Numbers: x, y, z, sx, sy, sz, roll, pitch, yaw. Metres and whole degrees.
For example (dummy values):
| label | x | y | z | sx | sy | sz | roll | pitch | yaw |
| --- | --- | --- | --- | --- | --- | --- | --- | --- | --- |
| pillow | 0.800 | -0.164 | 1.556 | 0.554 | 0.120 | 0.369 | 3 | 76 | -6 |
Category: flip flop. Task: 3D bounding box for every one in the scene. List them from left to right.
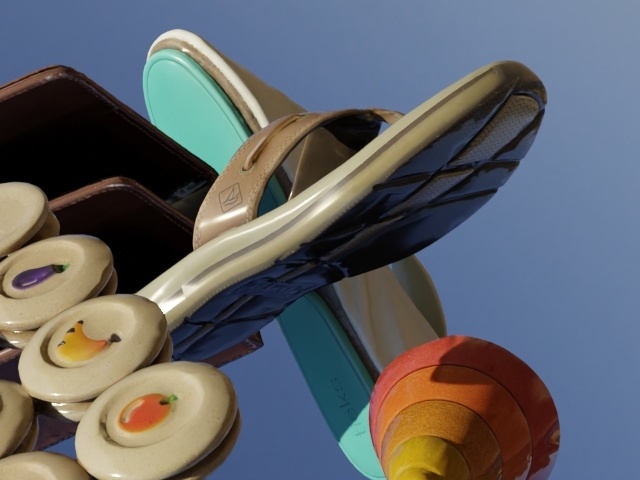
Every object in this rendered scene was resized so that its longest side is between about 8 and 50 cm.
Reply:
| label | x | y | z | sx | sy | sz | roll | pitch | yaw |
| --- | --- | --- | --- | --- | --- | --- | --- | --- | --- |
| flip flop | -0.016 | -0.016 | 0.762 | 0.112 | 0.277 | 0.080 | 11 | -128 | -59 |

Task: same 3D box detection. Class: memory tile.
| label | x | y | z | sx | sy | sz | roll | pitch | yaw |
| --- | --- | --- | --- | --- | --- | --- | --- | --- | --- |
| memory tile | -0.092 | 0.037 | 0.364 | 0.148 | 0.113 | 0.012 | 37 | 152 | 52 |

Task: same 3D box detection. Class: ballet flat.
| label | x | y | z | sx | sy | sz | roll | pitch | yaw |
| --- | --- | --- | --- | --- | --- | --- | --- | --- | --- |
| ballet flat | 0.000 | 0.000 | 1.222 | 0.400 | 0.139 | 0.139 | 60 | -158 | -7 |

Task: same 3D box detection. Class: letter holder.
| label | x | y | z | sx | sy | sz | roll | pitch | yaw |
| --- | --- | --- | --- | --- | --- | --- | --- | --- | --- |
| letter holder | -0.231 | 0.037 | 1.056 | 0.214 | 0.302 | 0.152 | 39 | -150 | -55 |

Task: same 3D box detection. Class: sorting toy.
| label | x | y | z | sx | sy | sz | roll | pitch | yaw |
| --- | --- | --- | --- | --- | --- | --- | --- | --- | --- |
| sorting toy | 0.121 | 0.240 | 0.904 | 0.365 | 0.127 | 0.126 | 65 | -158 | -3 |
